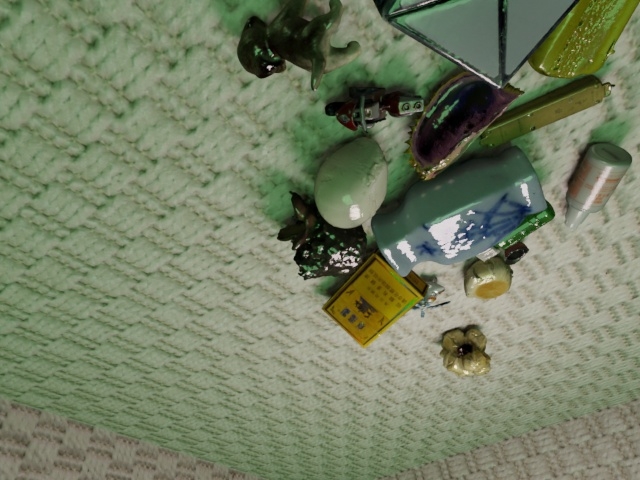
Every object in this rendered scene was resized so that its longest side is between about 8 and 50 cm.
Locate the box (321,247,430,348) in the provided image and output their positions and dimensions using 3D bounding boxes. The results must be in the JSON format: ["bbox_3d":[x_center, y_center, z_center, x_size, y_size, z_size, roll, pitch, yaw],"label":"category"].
[{"bbox_3d":[0.163,0.178,1.374,0.193,0.084,0.301,43,126,5],"label":"box"}]

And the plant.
[{"bbox_3d":[0.000,0.000,1.175,0.233,0.178,0.204,8,136,-23],"label":"plant"}]

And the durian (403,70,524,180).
[{"bbox_3d":[0.308,-0.251,0.994,0.260,0.154,0.186,-36,151,19],"label":"durian"}]

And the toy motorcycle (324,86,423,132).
[{"bbox_3d":[0.117,-0.285,0.942,0.213,0.122,0.082,-7,122,0],"label":"toy motorcycle"}]

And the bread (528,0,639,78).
[{"bbox_3d":[0.503,-0.482,0.786,0.166,0.112,0.384,3,136,-6],"label":"bread"}]

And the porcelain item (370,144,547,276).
[{"bbox_3d":[0.344,-0.072,1.137,0.405,0.179,0.242,-28,130,18],"label":"porcelain item"}]

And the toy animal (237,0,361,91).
[{"bbox_3d":[-0.043,-0.364,0.818,0.169,0.233,0.121,-53,142,-10],"label":"toy animal"}]

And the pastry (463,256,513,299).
[{"bbox_3d":[0.534,0.125,1.419,0.165,0.088,0.166,-3,134,-3],"label":"pastry"}]

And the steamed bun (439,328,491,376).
[{"bbox_3d":[0.532,0.413,1.660,0.192,0.178,0.106,-15,127,28],"label":"steamed bun"}]

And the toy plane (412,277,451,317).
[{"bbox_3d":[0.280,0.198,1.480,0.273,0.107,0.182,-25,142,38],"label":"toy plane"}]

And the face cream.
[{"bbox_3d":[0.712,-0.127,1.173,0.101,0.101,0.252,-2,135,-3],"label":"face cream"}]

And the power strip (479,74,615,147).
[{"bbox_3d":[0.514,-0.298,1.024,0.305,0.044,0.064,-22,133,17],"label":"power strip"}]

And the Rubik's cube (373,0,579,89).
[{"bbox_3d":[0.243,-0.443,0.699,0.254,0.260,0.259,18,128,-23],"label":"Rubik's cube"}]

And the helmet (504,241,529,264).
[{"bbox_3d":[0.592,0.031,1.358,0.065,0.049,0.084,6,137,-25],"label":"helmet"}]

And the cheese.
[{"bbox_3d":[0.070,-0.127,1.063,0.154,0.189,0.198,17,140,23],"label":"cheese"}]

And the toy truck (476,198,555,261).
[{"bbox_3d":[0.513,-0.043,1.222,0.101,0.125,0.242,29,127,-31],"label":"toy truck"}]
